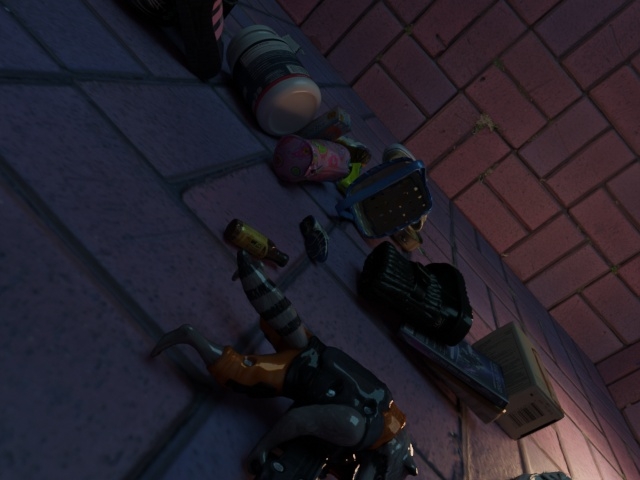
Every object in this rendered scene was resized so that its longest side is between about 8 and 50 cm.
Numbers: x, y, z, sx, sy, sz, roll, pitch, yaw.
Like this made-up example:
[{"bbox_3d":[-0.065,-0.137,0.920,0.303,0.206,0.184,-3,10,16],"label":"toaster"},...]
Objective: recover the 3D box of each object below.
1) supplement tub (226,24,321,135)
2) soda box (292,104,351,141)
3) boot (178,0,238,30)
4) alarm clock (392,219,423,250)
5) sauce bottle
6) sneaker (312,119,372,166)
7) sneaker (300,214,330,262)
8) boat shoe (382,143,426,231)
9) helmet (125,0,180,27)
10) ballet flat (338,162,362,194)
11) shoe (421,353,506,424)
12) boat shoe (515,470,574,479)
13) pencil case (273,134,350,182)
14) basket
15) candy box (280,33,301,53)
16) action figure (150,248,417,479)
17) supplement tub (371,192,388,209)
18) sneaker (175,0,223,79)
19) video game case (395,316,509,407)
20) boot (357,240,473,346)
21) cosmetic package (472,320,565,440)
[{"bbox_3d":[-0.135,-0.447,1.333,0.191,0.191,0.272,12,43,-56],"label":"supplement tub"},{"bbox_3d":[0.002,-0.314,1.377,0.058,0.183,0.063,27,52,-42],"label":"soda box"},{"bbox_3d":[-0.337,-0.666,1.275,0.246,0.207,0.094,51,48,-1],"label":"boot"},{"bbox_3d":[0.278,-0.020,1.585,0.129,0.064,0.192,48,20,-3],"label":"alarm clock"},{"bbox_3d":[-0.109,0.008,0.846,0.128,0.042,0.042,33,27,-31],"label":"sauce bottle"},{"bbox_3d":[0.071,-0.338,1.652,0.296,0.112,0.131,16,38,-54],"label":"sneaker"},{"bbox_3d":[0.000,0.000,1.055,0.058,0.052,0.135,36,26,-39],"label":"sneaker"},{"bbox_3d":[0.280,-0.165,1.524,0.302,0.109,0.094,61,24,-29],"label":"boat shoe"},{"bbox_3d":[-0.407,-0.618,1.148,0.169,0.169,0.161,59,12,23],"label":"helmet"},{"bbox_3d":[0.092,-0.212,1.547,0.077,0.077,0.231,27,28,-9],"label":"ballet flat"},{"bbox_3d":[0.317,0.333,1.095,0.219,0.058,0.076,39,24,15],"label":"shoe"},{"bbox_3d":[0.534,0.565,1.078,0.277,0.096,0.098,28,31,-41],"label":"boat shoe"},{"bbox_3d":[-0.016,-0.209,1.262,0.124,0.124,0.284,53,22,9],"label":"pencil case"},{"bbox_3d":[0.184,-0.119,1.341,0.201,0.255,0.289,66,11,10],"label":"basket"},{"bbox_3d":[-0.151,-0.580,1.552,0.070,0.165,0.196,41,24,-16],"label":"candy box"},{"bbox_3d":[-0.026,0.184,0.555,0.330,0.178,0.341,39,20,1],"label":"action figure"},{"bbox_3d":[0.196,-0.155,1.596,0.106,0.106,0.198,53,22,8],"label":"supplement tub"},{"bbox_3d":[-0.292,-0.570,1.156,0.112,0.319,0.131,2,37,-9],"label":"sneaker"},{"bbox_3d":[0.309,0.261,1.121,0.274,0.026,0.196,35,16,9],"label":"video game case"},{"bbox_3d":[0.226,0.095,1.187,0.260,0.131,0.348,30,16,-5],"label":"boot"},{"bbox_3d":[0.533,0.376,1.314,0.129,0.153,0.296,47,24,-10],"label":"cosmetic package"}]
